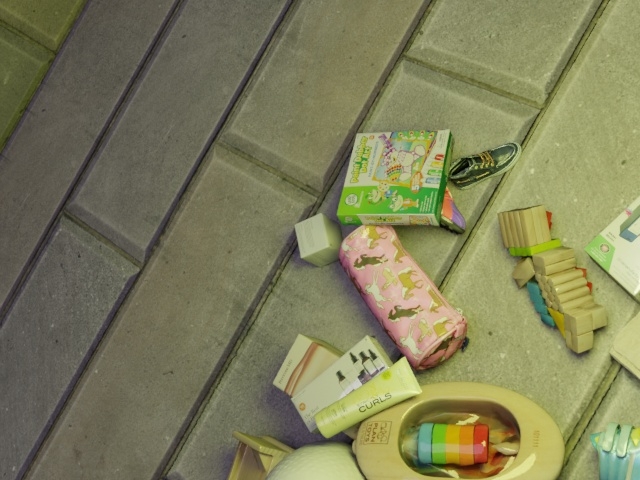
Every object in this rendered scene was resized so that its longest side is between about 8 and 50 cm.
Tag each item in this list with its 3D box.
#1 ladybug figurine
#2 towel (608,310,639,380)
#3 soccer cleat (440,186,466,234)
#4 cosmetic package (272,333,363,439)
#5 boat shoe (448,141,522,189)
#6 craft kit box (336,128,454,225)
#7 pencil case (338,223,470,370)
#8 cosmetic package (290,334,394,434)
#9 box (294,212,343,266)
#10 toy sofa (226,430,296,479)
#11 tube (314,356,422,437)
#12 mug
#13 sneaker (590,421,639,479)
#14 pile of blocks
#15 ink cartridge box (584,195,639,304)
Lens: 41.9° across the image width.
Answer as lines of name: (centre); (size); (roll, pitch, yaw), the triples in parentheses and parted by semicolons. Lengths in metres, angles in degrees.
ladybug figurine: (0.291, 0.458, 1.786); (0.449, 0.162, 0.305); (1, 50, 20)
towel: (0.731, 0.174, 1.682); (0.282, 0.049, 0.187); (-48, 31, 7)
soccer cleat: (0.262, -0.137, 2.071); (0.116, 0.109, 0.318); (-48, 55, 4)
cosmetic package: (0.052, 0.361, 2.012); (0.296, 0.129, 0.153); (26, 89, 34)
boat shoe: (0.396, -0.188, 2.018); (0.183, 0.083, 0.065); (-32, 61, 18)
craft kit box: (0.184, -0.153, 2.026); (0.247, 0.061, 0.249); (-1, 59, 26)
pencil case: (0.192, 0.123, 1.993); (0.167, 0.160, 0.386); (-25, 56, -17)
cosmetic package: (0.052, 0.331, 1.908); (0.239, 0.060, 0.099); (-42, 57, 11)
box: (0.000, 0.000, 2.177); (0.087, 0.102, 0.101); (-24, 63, 24)
toy sofa: (-0.166, 0.667, 2.048); (0.150, 0.177, 0.362); (6, 76, 57)
tube: (0.100, 0.348, 1.825); (0.240, 0.062, 0.070); (-31, 97, 10)
mug: (-0.050, 0.614, 1.809); (0.374, 0.328, 0.276); (-28, 80, 6)
sneaker: (0.661, 0.380, 1.653); (0.208, 0.127, 0.319); (27, 88, 33)
pile of blocks: (0.524, 0.076, 1.861); (0.113, 0.149, 0.362); (-14, 71, -21)
ink cartridge box: (0.697, 0.005, 1.774); (0.212, 0.093, 0.154); (-44, 57, 9)
